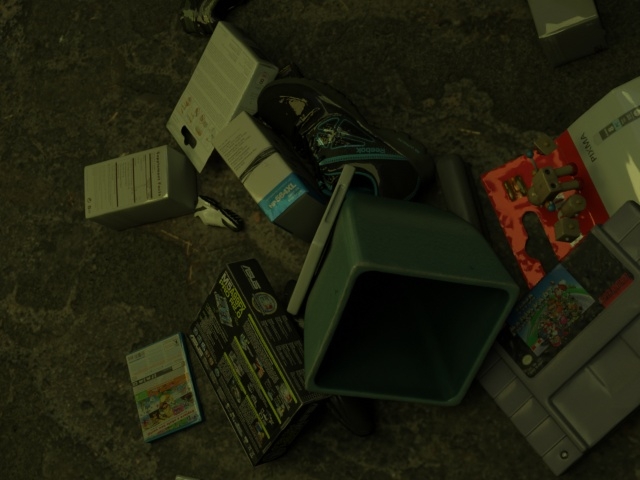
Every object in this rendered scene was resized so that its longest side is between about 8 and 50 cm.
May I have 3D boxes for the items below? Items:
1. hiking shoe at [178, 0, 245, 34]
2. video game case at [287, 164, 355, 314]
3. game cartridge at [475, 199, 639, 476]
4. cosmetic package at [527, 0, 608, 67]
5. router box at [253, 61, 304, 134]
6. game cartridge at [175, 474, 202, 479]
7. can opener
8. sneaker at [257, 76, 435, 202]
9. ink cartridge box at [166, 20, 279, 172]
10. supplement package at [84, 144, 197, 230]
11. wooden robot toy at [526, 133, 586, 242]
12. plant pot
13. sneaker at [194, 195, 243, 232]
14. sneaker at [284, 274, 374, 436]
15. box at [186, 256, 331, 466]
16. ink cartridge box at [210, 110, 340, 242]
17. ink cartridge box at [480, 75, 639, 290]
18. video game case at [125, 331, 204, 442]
[{"bbox_3d":[-0.185,-0.493,1.903,0.114,0.086,0.226,15,88,13],"label":"hiking shoe"},{"bbox_3d":[0.000,0.000,1.566,0.022,0.190,0.173,22,51,1],"label":"video game case"},{"bbox_3d":[0.393,0.140,1.438,0.355,0.068,0.230,-49,66,21],"label":"game cartridge"},{"bbox_3d":[0.375,-0.413,1.598,0.107,0.127,0.237,-16,69,19],"label":"cosmetic package"},{"bbox_3d":[-0.073,-0.249,1.801,0.122,0.038,0.092,-34,66,12],"label":"router box"},{"bbox_3d":[-0.227,0.444,1.699,0.056,0.017,0.083,5,78,21],"label":"game cartridge"},{"bbox_3d":[0.225,0.000,1.583,0.093,0.074,0.280,-15,71,21],"label":"can opener"},{"bbox_3d":[0.018,-0.158,1.653,0.341,0.125,0.139,29,60,23],"label":"sneaker"},{"bbox_3d":[-0.182,-0.260,1.826,0.189,0.066,0.232,52,123,45],"label":"ink cartridge box"},{"bbox_3d":[-0.330,-0.094,1.836,0.179,0.105,0.105,-12,72,20],"label":"supplement package"},{"bbox_3d":[0.351,-0.071,1.520,0.076,0.079,0.173,-9,68,-20],"label":"wooden robot toy"},{"bbox_3d":[0.109,0.065,1.497,0.252,0.248,0.247,-103,27,-51],"label":"plant pot"},{"bbox_3d":[-0.184,-0.039,1.800,0.109,0.040,0.043,34,108,31],"label":"sneaker"},{"bbox_3d":[0.039,0.173,1.608,0.130,0.109,0.286,-23,72,7],"label":"sneaker"},{"bbox_3d":[-0.108,0.198,1.623,0.270,0.060,0.216,58,139,25],"label":"box"},{"bbox_3d":[-0.076,-0.108,1.703,0.086,0.148,0.203,-42,64,10],"label":"ink cartridge box"},{"bbox_3d":[0.458,-0.065,1.490,0.385,0.091,0.308,-26,67,15],"label":"ink cartridge box"},{"bbox_3d":[-0.276,0.260,1.770,0.119,0.015,0.166,-24,68,16],"label":"video game case"}]
